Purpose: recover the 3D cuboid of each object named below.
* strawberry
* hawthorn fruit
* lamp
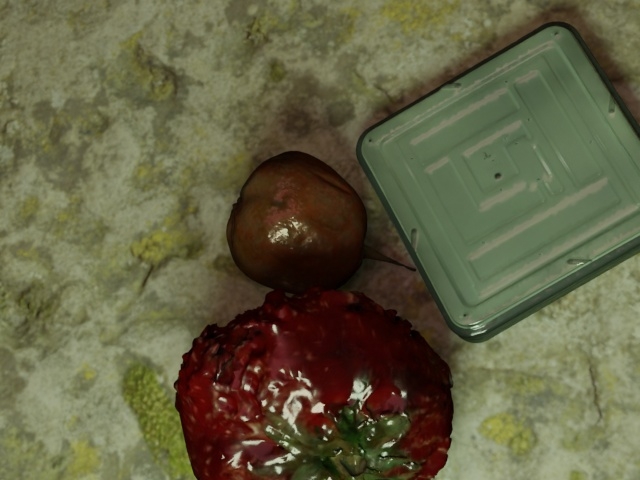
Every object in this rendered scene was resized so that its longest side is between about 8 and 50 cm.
[{"bbox_3d":[-0.017,0.154,1.709,0.274,0.274,0.220,-32,28,5],"label":"strawberry"},{"bbox_3d":[-0.011,-0.012,1.794,0.189,0.149,0.149,19,78,27],"label":"hawthorn fruit"},{"bbox_3d":[0.201,-0.063,1.799,0.269,0.047,0.266,-31,64,5],"label":"lamp"}]
